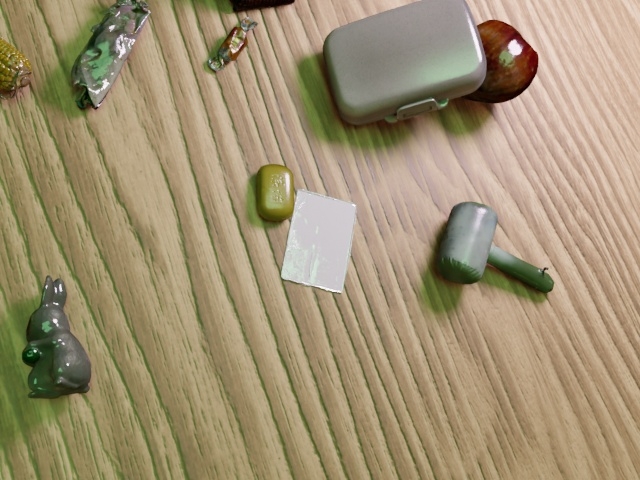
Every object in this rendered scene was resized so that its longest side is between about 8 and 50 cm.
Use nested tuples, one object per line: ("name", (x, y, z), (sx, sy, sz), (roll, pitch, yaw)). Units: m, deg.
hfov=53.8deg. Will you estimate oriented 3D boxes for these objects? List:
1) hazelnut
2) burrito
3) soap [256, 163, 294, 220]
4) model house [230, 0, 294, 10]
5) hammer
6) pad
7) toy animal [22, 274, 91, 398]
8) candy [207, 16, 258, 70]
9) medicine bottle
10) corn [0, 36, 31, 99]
("hazelnut", (0.434, -0.459, 1.630), (0.218, 0.234, 0.218), (-13, 114, -29))
("burrito", (-0.484, -0.437, 1.438), (0.096, 0.066, 0.309), (24, 72, -12))
("soap", (-0.104, -0.114, 1.466), (0.089, 0.045, 0.140), (2, 74, -12))
("model house", (-0.182, -0.697, 1.514), (0.317, 0.297, 0.282), (-13, 122, -25))
("hammer", (0.449, 0.049, 1.557), (0.335, 0.119, 0.206), (25, 70, -15))
("pad", (0.000, 0.000, 1.486), (0.156, 0.004, 0.232), (14, 71, -13))
("toy animal", (-0.524, 0.196, 1.235), (0.108, 0.138, 0.236), (-34, 56, 15))
("candy", (-0.210, -0.485, 1.544), (0.053, 0.046, 0.182), (33, 70, -3))
("medicine bottle", (0.201, -0.441, 1.543), (0.375, 0.123, 0.282), (-15, 79, 7))
("corn", (-0.745, -0.422, 1.344), (0.293, 0.106, 0.106), (38, 68, 0))
